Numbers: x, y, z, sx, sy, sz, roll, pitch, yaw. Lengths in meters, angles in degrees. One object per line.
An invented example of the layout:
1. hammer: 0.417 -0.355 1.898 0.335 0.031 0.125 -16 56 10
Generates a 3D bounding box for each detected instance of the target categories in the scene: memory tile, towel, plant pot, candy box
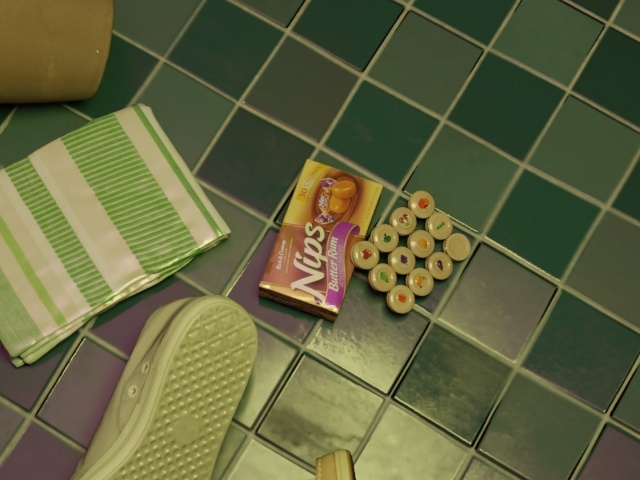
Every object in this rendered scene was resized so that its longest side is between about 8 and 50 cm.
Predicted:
1. memory tile: 0.118 0.015 1.823 0.148 0.012 0.113 -41 97 -24
2. towel: -0.312 -0.017 1.831 0.325 0.038 0.248 -31 75 -10
3. plant pot: -0.394 -0.276 1.821 0.229 0.263 0.263 8 71 -19
4. candy box: 0.000 0.000 1.830 0.109 0.053 0.186 20 71 3

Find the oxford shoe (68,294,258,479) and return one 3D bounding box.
1. oxford shoe: -0.219 0.268 1.703 0.169 0.130 0.449 30 82 -32

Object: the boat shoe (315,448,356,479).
1. boat shoe: -0.017 0.398 1.557 0.110 0.121 0.341 4 77 6

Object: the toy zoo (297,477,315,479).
1. toy zoo: -0.027 0.438 1.698 0.192 0.030 0.293 -7 73 -6
